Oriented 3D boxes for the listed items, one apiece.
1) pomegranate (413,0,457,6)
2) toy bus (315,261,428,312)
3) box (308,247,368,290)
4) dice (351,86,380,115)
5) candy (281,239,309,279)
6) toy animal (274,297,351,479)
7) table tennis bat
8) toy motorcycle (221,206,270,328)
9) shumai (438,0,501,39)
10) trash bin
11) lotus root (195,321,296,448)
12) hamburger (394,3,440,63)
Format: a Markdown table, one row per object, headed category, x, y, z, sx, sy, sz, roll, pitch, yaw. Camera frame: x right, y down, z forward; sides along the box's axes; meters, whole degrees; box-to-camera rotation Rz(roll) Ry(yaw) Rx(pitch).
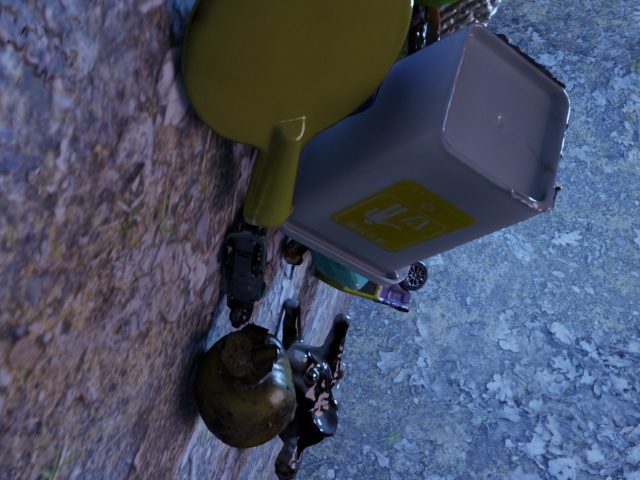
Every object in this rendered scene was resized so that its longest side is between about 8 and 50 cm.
| category | x | y | z | sx | sy | sz | roll | pitch | yaw |
| --- | --- | --- | --- | --- | --- | --- | --- | --- | --- |
| pomegranate | 0.215 | -0.525 | 1.051 | 0.285 | 0.231 | 0.231 | -29 | 145 | -33 |
| toy bus | 0.163 | -0.068 | 1.597 | 0.440 | 0.249 | 0.209 | -72 | -161 | 1 |
| box | 0.102 | -0.089 | 1.155 | 0.311 | 0.118 | 0.205 | -45 | 139 | -24 |
| dice | 0.012 | -0.238 | 0.710 | 0.146 | 0.143 | 0.146 | 98 | 14 | -50 |
| candy | -0.053 | 0.044 | 1.223 | 0.055 | 0.049 | 0.185 | -35 | 166 | -19 |
| toy animal | -0.043 | 0.340 | 1.355 | 0.344 | 0.194 | 0.303 | 87 | 16 | -51 |
| table tennis bat | -0.030 | -0.137 | 0.622 | 0.054 | 0.224 | 0.369 | 62 | -26 | 29 |
| toy motorcycle | -0.099 | 0.038 | 0.858 | 0.100 | 0.058 | 0.173 | -69 | 170 | -55 |
| shumai | 0.233 | -0.564 | 1.428 | 0.314 | 0.267 | 0.262 | -47 | -150 | 16 |
| trash bin | 0.128 | -0.124 | 0.845 | 0.367 | 0.255 | 0.296 | -21 | -135 | 58 |
| lotus root | -0.105 | 0.199 | 0.869 | 0.278 | 0.154 | 0.154 | 99 | 12 | -59 |
| hamburger | 0.161 | -0.369 | 1.235 | 0.243 | 0.138 | 0.262 | 27 | 65 | -85 |
